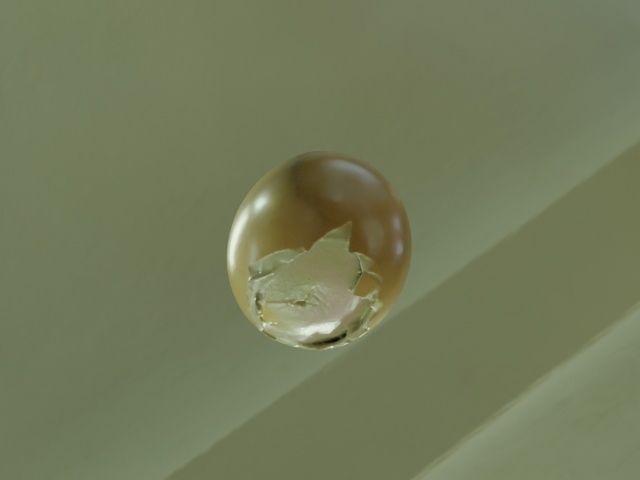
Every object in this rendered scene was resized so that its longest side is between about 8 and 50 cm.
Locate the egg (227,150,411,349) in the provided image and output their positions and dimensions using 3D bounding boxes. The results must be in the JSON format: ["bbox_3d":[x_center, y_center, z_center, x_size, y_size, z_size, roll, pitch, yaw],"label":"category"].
[{"bbox_3d":[0.000,0.000,0.701,0.080,0.080,0.096,18,-140,-13],"label":"egg"}]
